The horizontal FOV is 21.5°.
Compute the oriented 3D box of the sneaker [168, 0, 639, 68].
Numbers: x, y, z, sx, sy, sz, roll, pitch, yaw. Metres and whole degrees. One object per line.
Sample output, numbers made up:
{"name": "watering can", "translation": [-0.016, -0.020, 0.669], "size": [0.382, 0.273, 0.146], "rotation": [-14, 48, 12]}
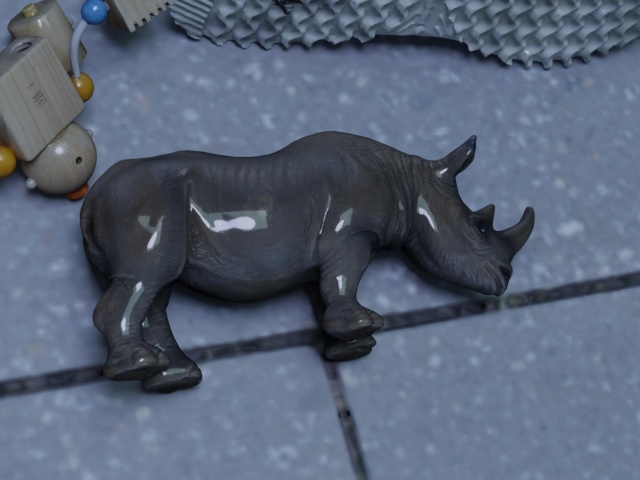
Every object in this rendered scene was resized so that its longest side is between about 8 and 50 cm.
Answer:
{"name": "sneaker", "translation": [0.062, -0.180, 0.879], "size": [0.293, 0.102, 0.146], "rotation": [1, 66, -20]}

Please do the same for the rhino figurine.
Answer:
{"name": "rhino figurine", "translation": [0.000, 0.000, 0.794], "size": [0.243, 0.073, 0.106], "rotation": [-8, 73, -25]}

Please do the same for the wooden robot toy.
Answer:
{"name": "wooden robot toy", "translation": [-0.132, -0.058, 0.790], "size": [0.173, 0.076, 0.079], "rotation": [-48, 124, -30]}
